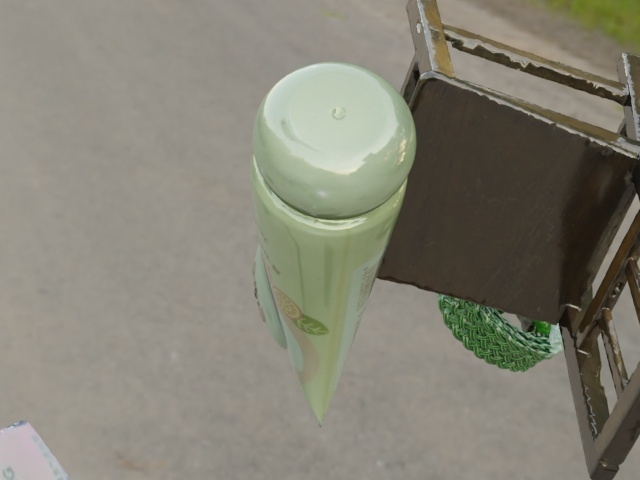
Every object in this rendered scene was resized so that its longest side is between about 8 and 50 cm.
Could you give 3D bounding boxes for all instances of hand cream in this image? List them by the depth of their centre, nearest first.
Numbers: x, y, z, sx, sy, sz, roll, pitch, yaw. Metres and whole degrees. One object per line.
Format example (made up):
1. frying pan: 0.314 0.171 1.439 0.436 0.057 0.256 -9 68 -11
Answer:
1. hand cream: 0.000 0.000 0.926 0.093 0.306 0.147 -9 63 -8

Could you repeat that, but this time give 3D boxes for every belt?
1. belt: 0.199 0.066 1.505 0.151 0.079 0.121 44 48 -10

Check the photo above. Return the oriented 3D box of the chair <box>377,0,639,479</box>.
1. chair: 0.152 -0.023 1.217 0.241 0.203 0.416 18 32 -4

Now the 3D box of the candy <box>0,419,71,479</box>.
1. candy: -0.141 0.172 0.704 0.160 0.073 0.092 48 19 11
